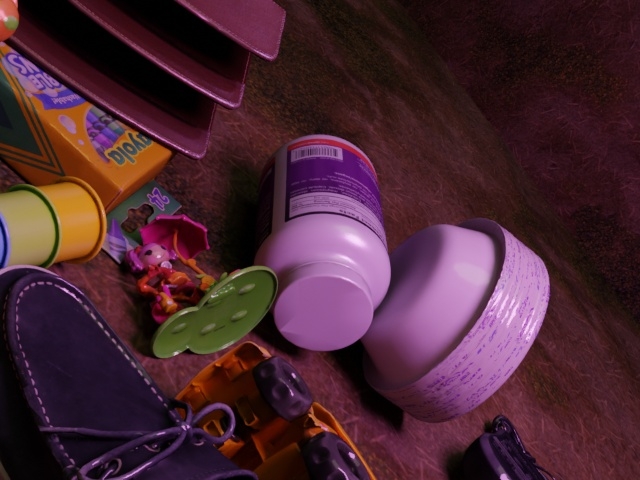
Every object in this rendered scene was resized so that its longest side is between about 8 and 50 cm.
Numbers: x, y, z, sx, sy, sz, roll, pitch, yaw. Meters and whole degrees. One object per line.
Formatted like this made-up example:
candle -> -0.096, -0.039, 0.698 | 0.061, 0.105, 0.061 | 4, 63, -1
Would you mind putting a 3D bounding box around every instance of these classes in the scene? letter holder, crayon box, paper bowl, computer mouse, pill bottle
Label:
letter holder -> -0.214, -0.269, 1.060 | 0.302, 0.152, 0.214 | 33, 41, -26
crayon box -> -0.301, -0.142, 1.048 | 0.323, 0.083, 0.203 | 44, 25, -7
paper bowl -> 0.161, 0.092, 1.177 | 0.148, 0.284, 0.284 | 38, 26, -17
computer mouse -> 0.268, 0.344, 1.237 | 0.188, 0.072, 0.272 | 55, 14, 23
pill bottle -> 0.000, 0.000, 1.189 | 0.182, 0.181, 0.323 | 35, 28, -23

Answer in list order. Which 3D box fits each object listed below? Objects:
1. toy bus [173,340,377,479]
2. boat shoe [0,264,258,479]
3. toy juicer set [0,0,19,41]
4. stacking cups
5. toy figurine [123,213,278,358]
toy bus -> -0.025, 0.227, 0.876 | 0.220, 0.149, 0.211 | 54, 13, 23
boat shoe -> -0.137, 0.207, 0.699 | 0.187, 0.156, 0.500 | 3, 47, -54
toy juicer set -> -0.463, -0.295, 0.883 | 0.329, 0.089, 0.209 | 33, 48, -1
stacking cups -> -0.337, -0.003, 0.777 | 0.096, 0.096, 0.316 | 52, 27, 13
toy figurine -> -0.165, 0.040, 0.996 | 0.173, 0.130, 0.159 | -23, 54, -38
